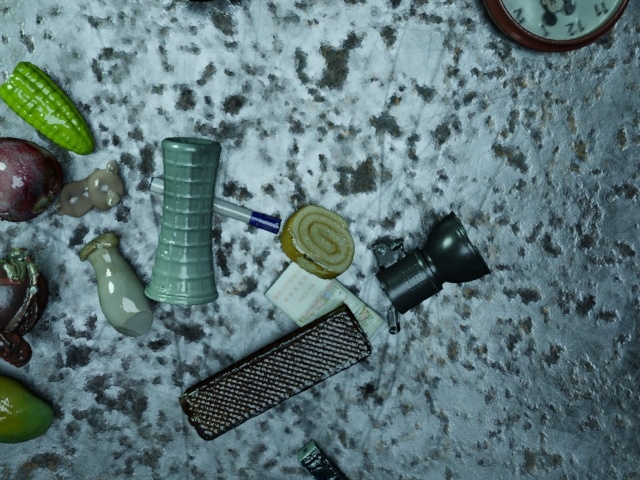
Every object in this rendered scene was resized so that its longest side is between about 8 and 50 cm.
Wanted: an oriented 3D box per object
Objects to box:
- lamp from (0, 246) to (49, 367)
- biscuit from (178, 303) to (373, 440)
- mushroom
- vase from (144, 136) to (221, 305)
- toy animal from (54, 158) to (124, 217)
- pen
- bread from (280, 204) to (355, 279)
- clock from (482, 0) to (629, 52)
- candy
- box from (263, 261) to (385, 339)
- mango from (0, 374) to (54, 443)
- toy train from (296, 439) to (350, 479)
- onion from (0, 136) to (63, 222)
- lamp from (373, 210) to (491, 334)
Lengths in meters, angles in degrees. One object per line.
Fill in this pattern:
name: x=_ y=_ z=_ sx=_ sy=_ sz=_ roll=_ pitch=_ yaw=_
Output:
lamp: x=-0.608 y=0.124 z=1.656 sx=0.151 sy=0.215 sz=0.223 roll=40 pitch=56 yaw=-37
biscuit: x=-0.089 y=0.260 z=1.732 sx=0.388 sy=0.073 sz=0.107 roll=-29 pitch=96 yaw=5
mushroom: x=-0.390 y=0.087 z=1.698 sx=0.088 sy=0.097 sz=0.212 roll=-19 pitch=86 yaw=-28
vase: x=-0.253 y=-0.040 z=1.656 sx=0.143 sy=0.143 sz=0.299 roll=4 pitch=102 yaw=-5
toy animal: x=-0.439 y=-0.088 z=1.687 sx=0.150 sy=0.089 sz=0.083 roll=-25 pitch=100 yaw=7
pen: x=-0.207 y=-0.068 z=1.731 sx=0.269 sy=0.033 sz=0.033 roll=18 pitch=94 yaw=-6
bread: x=0.000 y=0.000 z=1.719 sx=0.149 sy=0.073 sz=0.122 roll=33 pitch=68 yaw=-8
clock: x=0.460 y=-0.527 z=1.717 sx=0.318 sy=0.080 sz=0.318 roll=-1 pitch=99 yaw=-8
candy: x=-0.509 y=-0.241 z=1.663 sx=0.097 sy=0.097 sz=0.209 roll=-45 pitch=102 yaw=1
box: x=0.007 y=0.135 z=1.767 sx=0.220 sy=0.032 sz=0.122 roll=40 pitch=91 yaw=-7
mango: x=-0.616 y=0.327 z=1.713 sx=0.194 sy=0.092 sz=0.130 roll=14 pitch=92 yaw=-15
toy train: x=0.045 y=0.510 z=1.797 sx=0.052 sy=0.051 sz=0.234 roll=-41 pitch=100 yaw=0
onion: x=-0.578 y=-0.131 z=1.643 sx=0.159 sy=0.159 sz=0.195 roll=-43 pitch=81 yaw=0
lamp: x=0.197 y=0.056 z=1.733 sx=0.227 sy=0.147 sz=0.172 roll=-31 pitch=84 yaw=6
